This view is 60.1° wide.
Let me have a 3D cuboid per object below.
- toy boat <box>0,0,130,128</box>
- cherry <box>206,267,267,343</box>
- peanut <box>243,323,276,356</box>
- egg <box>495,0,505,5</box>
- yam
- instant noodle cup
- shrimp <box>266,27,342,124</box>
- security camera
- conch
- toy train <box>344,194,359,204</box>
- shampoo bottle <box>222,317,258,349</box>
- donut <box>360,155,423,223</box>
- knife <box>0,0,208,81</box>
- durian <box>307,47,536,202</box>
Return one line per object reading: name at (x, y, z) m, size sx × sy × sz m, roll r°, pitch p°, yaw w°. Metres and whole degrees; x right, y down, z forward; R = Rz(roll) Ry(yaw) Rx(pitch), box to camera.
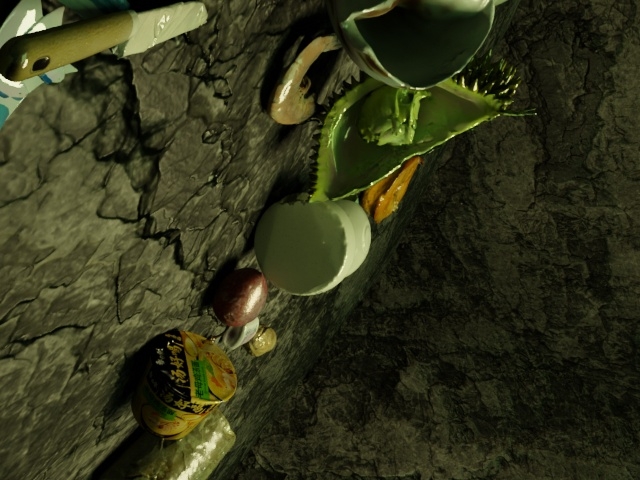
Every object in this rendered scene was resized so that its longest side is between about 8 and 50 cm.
toy boat at (-0.197, -0.140, 0.379) m, size 0.149 × 0.034 × 0.105 m, roll -40°, pitch 165°, yaw -21°
cherry at (-0.168, 0.136, 1.019) m, size 0.225 × 0.090 × 0.107 m, roll -55°, pitch -178°, yaw 24°
peanut at (-0.151, 0.247, 1.369) m, size 0.080 × 0.080 × 0.174 m, roll -57°, pitch 170°, yaw -6°
egg at (0.374, -0.602, 1.182) m, size 0.236 × 0.169 × 0.169 m, roll -49°, pitch 166°, yaw -14°
yam at (-0.284, 0.417, 1.061) m, size 0.268 × 0.161 × 0.161 m, roll -41°, pitch 159°, yaw -49°
instant noodle cup at (-0.230, 0.239, 0.902) m, size 0.122 × 0.151 × 0.151 m, roll -51°, pitch 172°, yaw 23°
shrimp at (-0.012, -0.238, 0.822) m, size 0.152 × 0.046 × 0.219 m, roll -58°, pitch 168°, yaw 13°
security camera at (0.000, 0.000, 1.083) m, size 0.195 × 0.194 × 0.236 m, roll -62°, pitch 164°, yaw 14°
conch at (0.138, -0.340, 0.711) m, size 0.368 × 0.249 × 0.197 m, roll -26°, pitch -160°, yaw -20°
toy train at (0.081, -0.086, 1.575) m, size 0.071 × 0.038 × 0.148 m, roll -60°, pitch 168°, yaw -9°
shampoo bottle at (-0.174, 0.199, 1.233) m, size 0.072 × 0.043 × 0.099 m, roll -60°, pitch 169°, yaw 9°
donut at (0.219, -0.173, 1.732) m, size 0.253 × 0.118 × 0.253 m, roll -57°, pitch 170°, yaw -16°
knife at (-0.142, -0.156, 0.420) m, size 0.047 × 0.017 × 0.298 m, roll -57°, pitch -173°, yaw 30°
durian at (0.128, -0.190, 0.850) m, size 0.355 × 0.169 × 0.157 m, roll -22°, pitch 174°, yaw 25°
